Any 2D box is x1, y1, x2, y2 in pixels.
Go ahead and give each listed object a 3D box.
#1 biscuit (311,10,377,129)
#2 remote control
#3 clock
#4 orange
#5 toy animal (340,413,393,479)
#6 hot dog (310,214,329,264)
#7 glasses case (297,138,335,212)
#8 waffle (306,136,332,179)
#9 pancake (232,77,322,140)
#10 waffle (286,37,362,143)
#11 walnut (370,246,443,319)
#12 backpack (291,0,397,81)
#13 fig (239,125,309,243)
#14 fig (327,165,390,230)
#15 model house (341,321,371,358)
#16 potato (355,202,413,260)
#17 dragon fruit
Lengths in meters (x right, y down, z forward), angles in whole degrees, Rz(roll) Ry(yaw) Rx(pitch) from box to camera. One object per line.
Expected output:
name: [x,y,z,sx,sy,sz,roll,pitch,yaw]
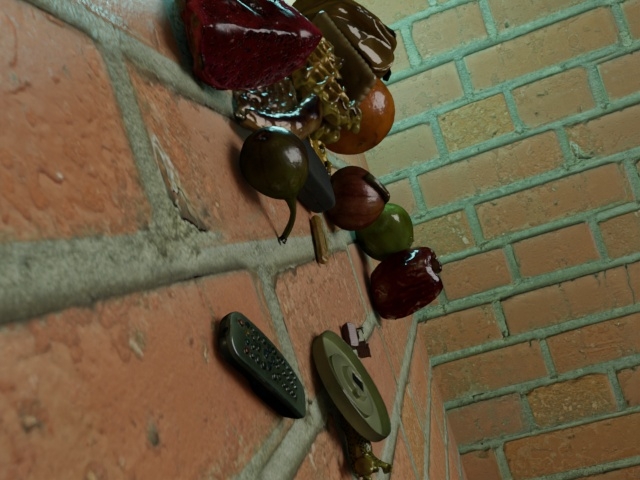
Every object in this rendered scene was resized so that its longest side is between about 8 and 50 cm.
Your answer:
biscuit: [0.018,-0.489,1.628,0.044,0.217,0.325,-2,53,-45]
remote control: [-0.073,0.175,0.754,0.072,0.042,0.222,-96,162,-44]
clock: [0.065,0.280,1.098,0.235,0.029,0.235,51,12,-16]
orange: [0.098,-0.402,1.800,0.284,0.284,0.226,48,22,-63]
toy animal: [0.079,0.378,1.090,0.136,0.073,0.181,54,21,-50]
hot dog: [-0.001,0.000,1.375,0.044,0.028,0.137,21,44,-42]
glasses case: [-0.044,-0.169,1.313,0.323,0.074,0.131,43,31,-66]
waffle: [-0.033,-0.294,1.579,0.262,0.060,0.281,44,30,-67]
pancake: [-0.077,-0.267,1.134,0.212,0.056,0.257,26,43,-31]
waffle: [-0.026,-0.412,1.437,0.261,0.151,0.324,26,39,-52]
walnut: [0.310,0.162,1.983,0.222,0.269,0.244,-97,161,-51]
backpack: [0.047,-0.631,1.839,0.378,0.353,0.201,30,59,-27]
fig: [-0.070,-0.090,1.015,0.124,0.124,0.236,-91,171,-54]
fig: [0.107,-0.123,1.650,0.205,0.205,0.205,-18,90,-78]
model house: [0.086,0.242,1.353,0.058,0.057,0.083,62,17,-59]
potato: [0.233,-0.033,2.065,0.304,0.216,0.216,38,35,-56]
dragon fruit: [-0.153,-0.366,0.960,0.262,0.134,0.211,-12,66,-43]
